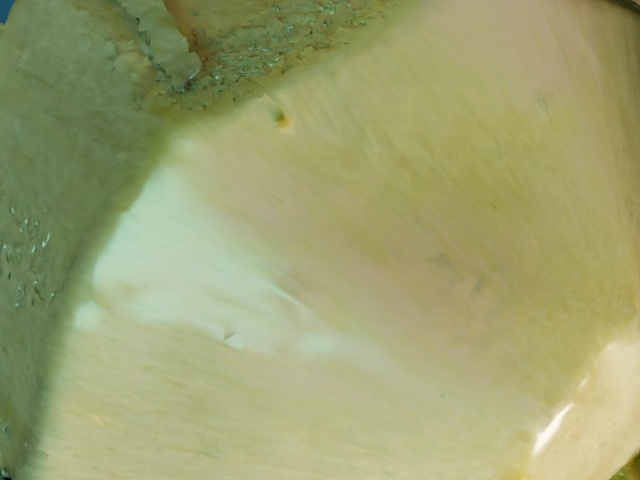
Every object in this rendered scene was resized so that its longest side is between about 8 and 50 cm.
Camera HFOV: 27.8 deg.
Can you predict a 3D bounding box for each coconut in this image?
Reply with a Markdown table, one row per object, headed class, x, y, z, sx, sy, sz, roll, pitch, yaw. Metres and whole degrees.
| class | x | y | z | sx | sy | sz | roll | pitch | yaw |
| --- | --- | --- | --- | --- | --- | --- | --- | --- | --- |
| coconut | 0.000 | 0.000 | 0.558 | 0.353 | 0.352 | 0.352 | 7 | 111 | 19 |

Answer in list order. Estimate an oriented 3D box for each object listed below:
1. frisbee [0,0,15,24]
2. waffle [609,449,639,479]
| class | x | y | z | sx | sy | sz | roll | pitch | yaw |
| --- | --- | --- | --- | --- | --- | --- | --- | --- | --- |
| frisbee | -0.215 | -0.062 | 0.712 | 0.242 | 0.242 | 0.045 | 44 | 149 | 2 |
| waffle | 0.265 | 0.172 | 0.673 | 0.283 | 0.065 | 0.309 | -1 | 104 | 18 |
